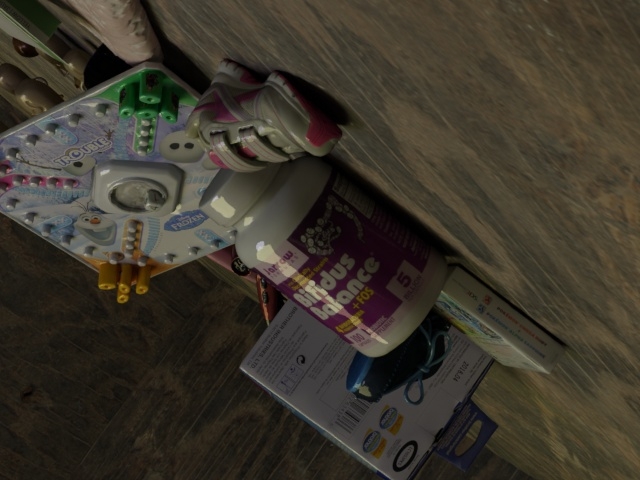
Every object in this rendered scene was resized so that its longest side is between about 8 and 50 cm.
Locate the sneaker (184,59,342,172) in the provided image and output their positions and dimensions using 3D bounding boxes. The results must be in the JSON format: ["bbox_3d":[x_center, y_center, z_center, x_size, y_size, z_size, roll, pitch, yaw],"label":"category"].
[{"bbox_3d":[-0.068,-0.121,1.606,0.103,0.111,0.252,40,171,-29],"label":"sneaker"}]

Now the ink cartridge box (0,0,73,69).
[{"bbox_3d":[-0.399,-0.306,1.809,0.171,0.056,0.235,41,172,-37],"label":"ink cartridge box"}]

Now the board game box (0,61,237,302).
[{"bbox_3d":[-0.255,-0.061,1.994,0.390,0.050,0.390,-21,143,28],"label":"board game box"}]

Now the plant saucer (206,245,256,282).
[{"bbox_3d":[-0.198,-0.040,2.618,0.332,0.084,0.332,33,-174,-4],"label":"plant saucer"}]

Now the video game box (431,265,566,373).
[{"bbox_3d":[0.220,0.106,1.956,0.187,0.048,0.205,35,173,-7],"label":"video game box"}]

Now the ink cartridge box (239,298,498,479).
[{"bbox_3d":[0.103,0.225,2.360,0.395,0.270,0.151,35,174,10],"label":"ink cartridge box"}]

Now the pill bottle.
[{"bbox_3d":[0.000,0.000,1.827,0.301,0.169,0.169,37,173,-12],"label":"pill bottle"}]

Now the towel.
[{"bbox_3d":[-0.338,-0.341,1.706,0.317,0.053,0.332,35,173,9],"label":"towel"}]

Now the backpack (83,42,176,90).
[{"bbox_3d":[-0.262,-0.213,1.975,0.120,0.098,0.101,35,176,3],"label":"backpack"}]

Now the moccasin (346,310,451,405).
[{"bbox_3d":[0.132,0.142,2.055,0.117,0.138,0.342,35,-153,2],"label":"moccasin"}]

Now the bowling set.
[{"bbox_3d":[-0.423,-0.254,2.326,0.154,0.287,0.200,37,-143,-40],"label":"bowling set"}]

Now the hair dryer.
[{"bbox_3d":[-0.082,0.045,2.415,0.080,0.224,0.293,-10,165,16],"label":"hair dryer"}]
